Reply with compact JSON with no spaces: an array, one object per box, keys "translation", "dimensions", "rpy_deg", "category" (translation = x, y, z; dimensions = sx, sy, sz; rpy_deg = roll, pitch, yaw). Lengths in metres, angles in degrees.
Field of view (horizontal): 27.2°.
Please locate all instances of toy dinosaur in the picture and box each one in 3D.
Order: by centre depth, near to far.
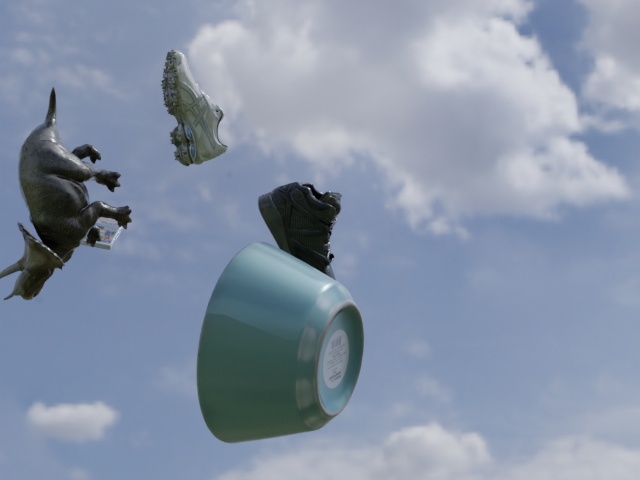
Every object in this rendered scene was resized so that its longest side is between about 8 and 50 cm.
[{"translation":[-0.363,-0.074,1.844],"dimensions":[0.121,0.313,0.160],"rpy_deg":[-9,-9,40],"category":"toy dinosaur"}]

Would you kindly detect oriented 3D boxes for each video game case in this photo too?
[{"translation":[-0.399,-0.022,2.349],"dimensions":[0.087,0.122,0.011],"rpy_deg":[11,-62,3],"category":"video game case"}]

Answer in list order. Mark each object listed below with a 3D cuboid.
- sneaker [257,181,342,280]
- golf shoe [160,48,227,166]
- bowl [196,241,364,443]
[{"translation":[0.000,0.000,2.236],"dimensions":[0.130,0.227,0.087],"rpy_deg":[-26,5,14],"category":"sneaker"},{"translation":[-0.188,-0.203,1.985],"dimensions":[0.086,0.176,0.069],"rpy_deg":[-13,10,-21],"category":"golf shoe"},{"translation":[-0.042,0.165,1.986],"dimensions":[0.163,0.311,0.311],"rpy_deg":[8,-21,25],"category":"bowl"}]
